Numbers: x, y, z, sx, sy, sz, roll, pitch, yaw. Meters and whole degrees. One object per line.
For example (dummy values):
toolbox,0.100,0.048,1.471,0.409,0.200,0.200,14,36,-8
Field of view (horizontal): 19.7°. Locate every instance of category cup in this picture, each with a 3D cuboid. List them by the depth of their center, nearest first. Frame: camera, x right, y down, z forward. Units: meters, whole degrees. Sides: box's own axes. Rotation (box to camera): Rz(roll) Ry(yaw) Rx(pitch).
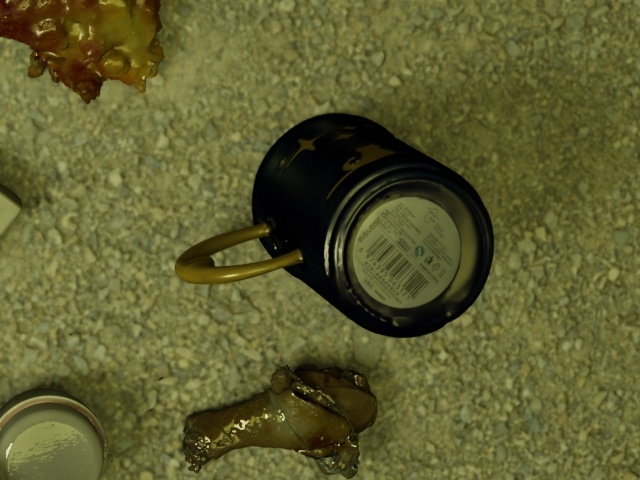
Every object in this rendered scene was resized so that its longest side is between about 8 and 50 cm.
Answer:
cup,0.017,0.012,1.735,0.255,0.256,0.178,-41,109,-3

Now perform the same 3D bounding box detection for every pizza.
pizza,-0.216,-0.234,1.705,0.289,0.081,0.229,-30,110,-4

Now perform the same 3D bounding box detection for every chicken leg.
chicken leg,-0.038,0.180,1.850,0.196,0.080,0.125,3,113,-15

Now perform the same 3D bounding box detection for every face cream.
face cream,-0.266,0.201,1.775,0.117,0.104,0.117,-3,103,-15

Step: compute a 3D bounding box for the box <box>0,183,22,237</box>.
box,-0.408,0.011,1.717,0.149,0.067,0.233,39,90,-21
